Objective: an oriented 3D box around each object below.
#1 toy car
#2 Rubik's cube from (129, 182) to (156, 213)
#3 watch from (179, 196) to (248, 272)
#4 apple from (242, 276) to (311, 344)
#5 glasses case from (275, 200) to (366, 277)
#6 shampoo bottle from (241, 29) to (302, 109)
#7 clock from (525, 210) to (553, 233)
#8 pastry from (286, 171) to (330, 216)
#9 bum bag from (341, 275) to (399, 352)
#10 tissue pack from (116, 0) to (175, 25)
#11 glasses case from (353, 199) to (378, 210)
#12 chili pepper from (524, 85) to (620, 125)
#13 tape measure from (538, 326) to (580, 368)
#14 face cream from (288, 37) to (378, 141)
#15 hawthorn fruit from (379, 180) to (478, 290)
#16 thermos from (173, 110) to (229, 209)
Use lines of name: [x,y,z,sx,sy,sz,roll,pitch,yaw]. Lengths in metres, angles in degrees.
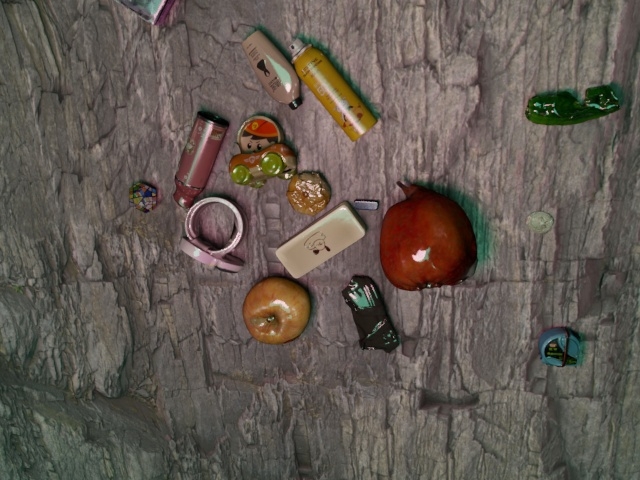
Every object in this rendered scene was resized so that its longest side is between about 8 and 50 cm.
toy car: [-0.200,-0.294,1.714,0.235,0.145,0.235,0,90,17]
Rubik's cube: [-0.630,-0.151,1.856,0.111,0.111,0.093,-47,71,22]
watch: [-0.346,-0.027,1.824,0.244,0.196,0.231,28,91,-1]
apple: [-0.153,0.246,1.850,0.261,0.194,0.260,4,110,12]
glasses case: [0.000,0.000,1.797,0.313,0.070,0.131,-33,100,20]
shampoo bottle: [-0.142,-0.523,1.632,0.127,0.078,0.257,-29,102,39]
clock: [0.698,-0.057,1.670,0.083,0.010,0.074,20,112,5]
pastry: [-0.041,-0.156,1.746,0.153,0.081,0.153,6,120,10]
bum bag: [0.168,0.273,1.857,0.142,0.079,0.326,-20,104,14]
tissue pack: [-0.507,-0.869,1.564,0.259,0.122,0.361,37,110,-6]
glasses case: [0.153,-0.120,1.750,0.083,0.023,0.033,4,115,12]
chili pepper: [0.726,-0.384,1.513,0.253,0.083,0.099,-6,99,10]
tape measure: [0.803,0.362,1.761,0.125,0.081,0.146,2,109,7]
face cream: [0.030,-0.470,1.606,0.105,0.105,0.348,-37,98,20]
hawthorn fruit: [0.330,0.004,1.633,0.308,0.324,0.308,9,151,5]
thermos: [-0.427,-0.266,1.760,0.136,0.109,0.330,29,110,8]
